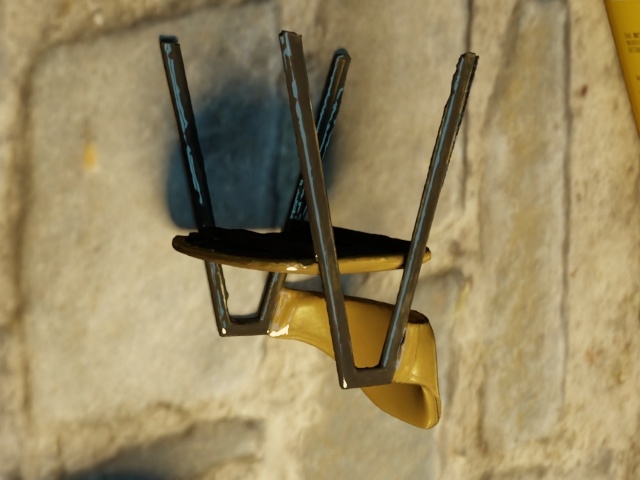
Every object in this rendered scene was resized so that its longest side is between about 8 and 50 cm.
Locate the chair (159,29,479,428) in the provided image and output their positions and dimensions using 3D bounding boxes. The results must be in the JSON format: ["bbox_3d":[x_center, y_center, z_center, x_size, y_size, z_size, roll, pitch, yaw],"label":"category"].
[{"bbox_3d":[0.000,0.000,0.715,0.172,0.158,0.247,1,96,-32],"label":"chair"}]

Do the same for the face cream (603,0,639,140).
[{"bbox_3d":[0.308,-0.091,0.907,0.105,0.105,0.349,-29,110,-23],"label":"face cream"}]
